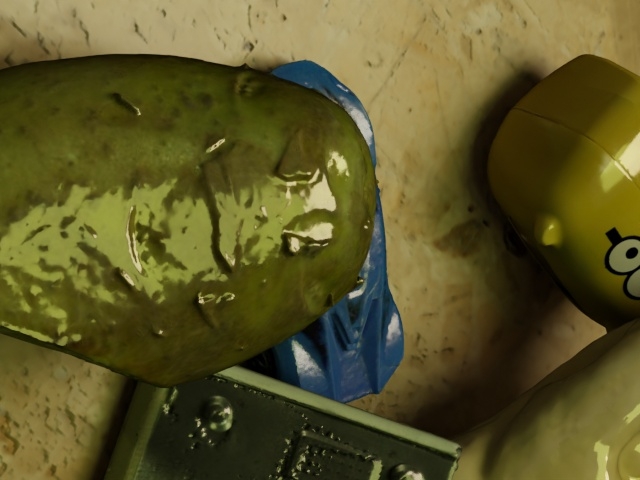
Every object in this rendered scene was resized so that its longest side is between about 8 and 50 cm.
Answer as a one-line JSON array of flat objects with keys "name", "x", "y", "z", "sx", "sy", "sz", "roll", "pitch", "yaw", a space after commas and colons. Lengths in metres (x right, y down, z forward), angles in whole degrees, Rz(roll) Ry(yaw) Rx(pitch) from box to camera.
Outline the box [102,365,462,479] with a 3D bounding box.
[{"name": "box", "x": -0.043, "y": 0.214, "z": 0.995, "sx": 0.211, "sy": 0.045, "sz": 0.270, "roll": 20, "pitch": 87, "yaw": 4}]

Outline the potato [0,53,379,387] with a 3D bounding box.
[{"name": "potato", "x": -0.110, "y": -0.008, "z": 0.908, "sx": 0.298, "sy": 0.141, "sz": 0.176, "roll": -5, "pitch": 86, "yaw": -17}]

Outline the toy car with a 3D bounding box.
[{"name": "toy car", "x": 0.000, "y": 0.000, "z": 1.040, "sx": 0.103, "sy": 0.063, "sz": 0.216, "roll": -18, "pitch": 110, "yaw": -33}]

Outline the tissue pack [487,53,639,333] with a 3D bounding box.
[{"name": "tissue pack", "x": 0.189, "y": -0.022, "z": 1.138, "sx": 0.127, "sy": 0.123, "sz": 0.178, "roll": -45, "pitch": 127, "yaw": -8}]

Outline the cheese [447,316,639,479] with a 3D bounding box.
[{"name": "cheese", "x": 0.204, "y": 0.232, "z": 1.079, "sx": 0.351, "sy": 0.129, "sz": 0.328, "roll": -30, "pitch": 90, "yaw": -2}]
